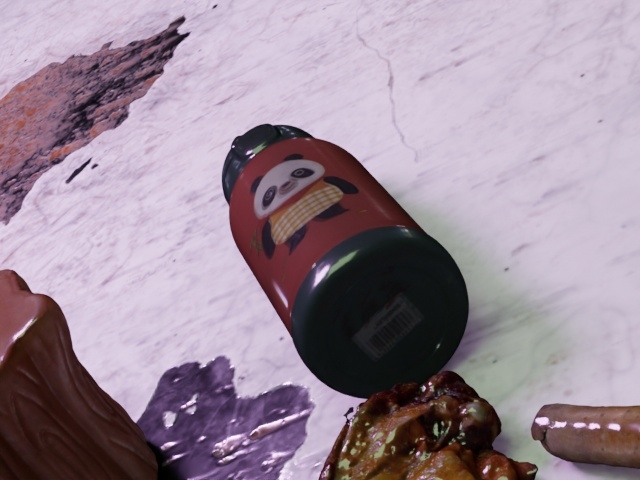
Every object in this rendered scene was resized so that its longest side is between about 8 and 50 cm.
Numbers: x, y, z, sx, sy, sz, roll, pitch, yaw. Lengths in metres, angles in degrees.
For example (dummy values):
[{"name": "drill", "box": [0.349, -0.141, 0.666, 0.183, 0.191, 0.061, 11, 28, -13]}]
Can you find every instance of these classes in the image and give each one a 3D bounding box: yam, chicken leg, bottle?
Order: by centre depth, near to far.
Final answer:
[{"name": "yam", "box": [0.254, 0.131, 1.010, 0.264, 0.046, 0.046, -3, 46, 42]}, {"name": "chicken leg", "box": [0.068, 0.221, 1.049, 0.177, 0.083, 0.322, 4, 46, 26]}, {"name": "bottle", "box": [0.000, 0.000, 1.330, 0.144, 0.144, 0.336, -37, 30, -1]}]

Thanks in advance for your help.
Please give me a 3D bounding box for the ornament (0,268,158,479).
[{"name": "ornament", "box": [-0.261, 0.168, 1.283, 0.235, 0.218, 0.221, -19, 36, 24]}]
